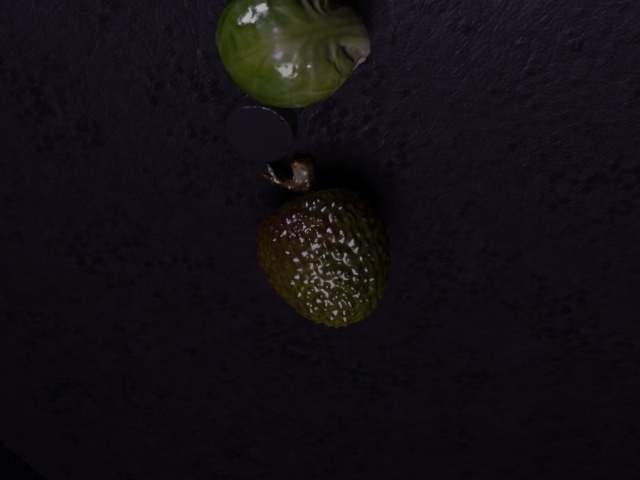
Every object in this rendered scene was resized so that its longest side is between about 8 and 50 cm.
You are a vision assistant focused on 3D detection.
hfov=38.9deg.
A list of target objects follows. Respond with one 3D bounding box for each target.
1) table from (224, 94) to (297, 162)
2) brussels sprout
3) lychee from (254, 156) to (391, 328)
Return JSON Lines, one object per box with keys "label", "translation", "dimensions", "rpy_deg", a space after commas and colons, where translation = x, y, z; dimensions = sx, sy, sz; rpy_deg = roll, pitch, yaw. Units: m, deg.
{"label": "table", "translation": [-0.113, -0.211, 1.706], "dimensions": [0.133, 0.043, 0.133], "rpy_deg": [5, 135, 6]}
{"label": "brussels sprout", "translation": [-0.048, -0.320, 1.472], "dimensions": [0.244, 0.244, 0.244], "rpy_deg": [5, 134, 5]}
{"label": "lychee", "translation": [0.004, 0.011, 1.750], "dimensions": [0.270, 0.320, 0.270], "rpy_deg": [-8, 146, -5]}
